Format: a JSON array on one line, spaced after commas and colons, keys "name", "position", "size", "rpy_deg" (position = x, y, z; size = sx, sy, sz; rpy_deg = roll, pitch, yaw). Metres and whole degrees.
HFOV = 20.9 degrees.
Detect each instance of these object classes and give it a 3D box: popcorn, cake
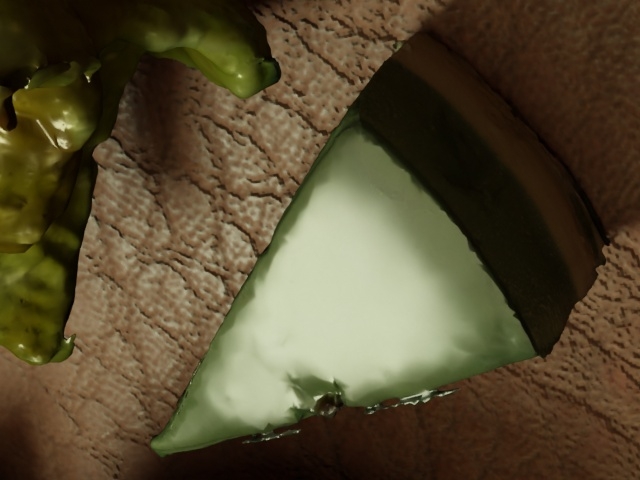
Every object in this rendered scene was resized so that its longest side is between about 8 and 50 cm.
[{"name": "popcorn", "position": [-0.194, -0.119, 0.999], "size": [0.325, 0.290, 0.321], "rpy_deg": [-12, 150, -2]}, {"name": "cake", "position": [-0.004, 0.003, 1.026], "size": [0.283, 0.158, 0.172], "rpy_deg": [-20, 103, 30]}]
